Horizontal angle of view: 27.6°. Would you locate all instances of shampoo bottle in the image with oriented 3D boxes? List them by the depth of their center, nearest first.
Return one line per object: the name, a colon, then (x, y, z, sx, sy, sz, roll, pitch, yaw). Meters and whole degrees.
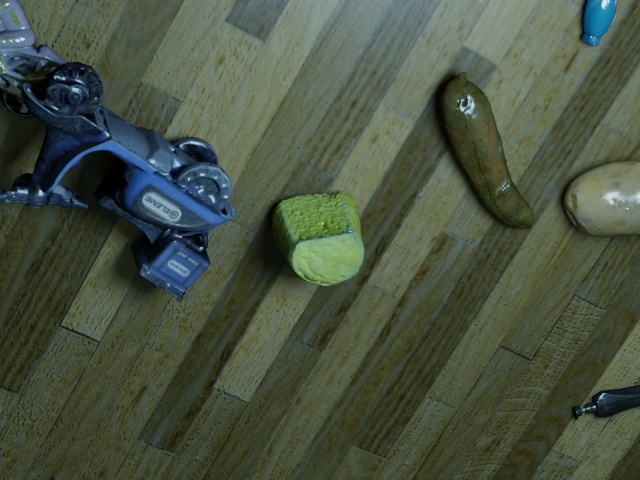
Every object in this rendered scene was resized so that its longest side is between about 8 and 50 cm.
shampoo bottle: (0.473, 0.259, 2.094, 0.137, 0.027, 0.048, -13, 113, -6)

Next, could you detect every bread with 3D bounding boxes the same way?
bread: (0.000, 0.000, 1.839, 0.129, 0.114, 0.111, -14, 122, -2)

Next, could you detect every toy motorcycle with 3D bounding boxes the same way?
toy motorcycle: (-0.423, -0.264, 1.657, 0.225, 0.073, 0.152, 31, 100, -22)
toy motorcycle: (-0.271, -0.079, 1.724, 0.358, 0.125, 0.212, 35, 104, -32)

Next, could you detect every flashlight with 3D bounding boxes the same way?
flashlight: (0.391, -0.335, 1.813, 0.051, 0.051, 0.129, 7, 117, -15)

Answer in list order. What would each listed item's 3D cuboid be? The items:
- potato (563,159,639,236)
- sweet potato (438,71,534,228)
potato: (0.445, -0.061, 1.907, 0.178, 0.118, 0.109, -7, 80, 5)
sweet potato: (0.236, -0.114, 1.862, 0.075, 0.075, 0.273, -28, 118, 1)
